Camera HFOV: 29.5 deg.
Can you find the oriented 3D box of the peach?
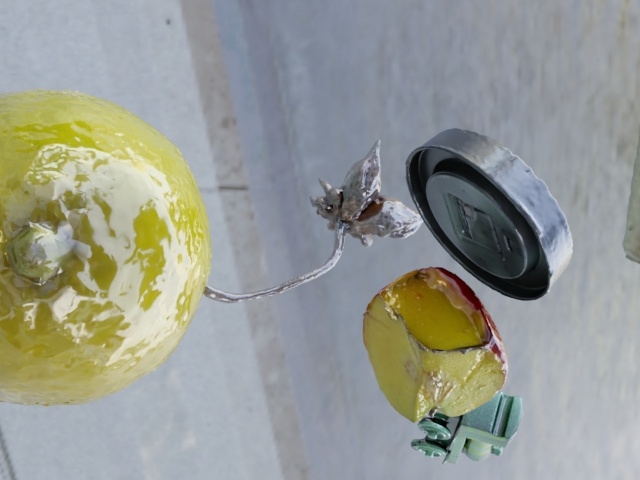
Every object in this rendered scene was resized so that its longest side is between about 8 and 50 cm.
[{"bbox_3d":[0.111,0.103,1.212,0.118,0.151,0.151,-79,153,-51],"label":"peach"}]

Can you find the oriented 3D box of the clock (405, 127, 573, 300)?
[{"bbox_3d":[0.158,-0.025,1.144,0.040,0.184,0.184,-41,129,-19],"label":"clock"}]

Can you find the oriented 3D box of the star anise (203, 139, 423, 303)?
[{"bbox_3d":[0.000,0.000,1.428,0.148,0.219,0.227,94,13,-46],"label":"star anise"}]

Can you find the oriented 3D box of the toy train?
[{"bbox_3d":[0.198,0.257,1.672,0.200,0.132,0.083,88,20,-67],"label":"toy train"}]

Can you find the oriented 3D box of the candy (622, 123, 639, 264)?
[{"bbox_3d":[0.540,-0.109,1.755,0.179,0.135,0.320,-10,108,-55],"label":"candy"}]

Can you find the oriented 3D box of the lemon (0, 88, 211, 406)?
[{"bbox_3d":[-0.275,0.008,1.244,0.364,0.364,0.364,-11,103,-54],"label":"lemon"}]
